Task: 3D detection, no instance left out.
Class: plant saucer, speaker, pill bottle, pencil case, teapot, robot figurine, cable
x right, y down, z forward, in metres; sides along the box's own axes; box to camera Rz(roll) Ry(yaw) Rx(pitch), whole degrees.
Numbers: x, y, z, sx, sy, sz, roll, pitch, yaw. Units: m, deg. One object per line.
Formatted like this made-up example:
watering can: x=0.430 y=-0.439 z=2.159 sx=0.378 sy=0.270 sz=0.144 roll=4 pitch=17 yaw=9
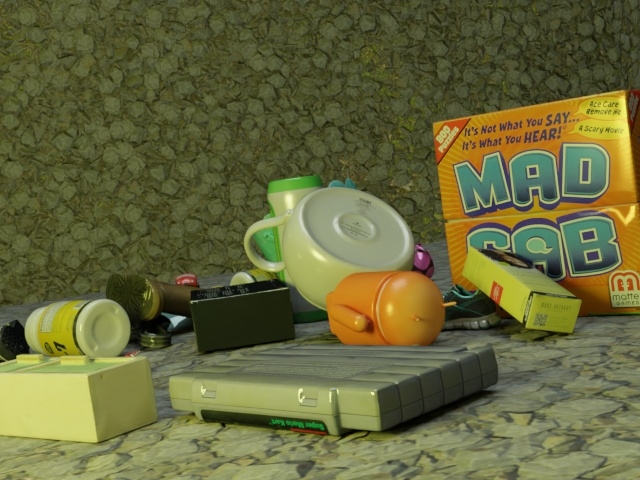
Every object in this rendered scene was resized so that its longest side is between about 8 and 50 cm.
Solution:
plant saucer: x=-0.328 y=0.177 z=2.266 sx=0.195 sy=0.037 sz=0.195 roll=-7 pitch=2 yaw=0
speaker: x=-0.034 y=0.017 z=2.009 sx=0.131 sy=0.296 sz=0.131 roll=-8 pitch=3 yaw=0
pill bottle: x=-0.118 y=0.112 z=2.300 sx=0.184 sy=0.103 sz=0.103 roll=-11 pitch=4 yaw=-42
pencil case: x=0.178 y=0.069 z=2.425 sx=0.209 sy=0.098 sz=0.095 roll=-10 pitch=4 yaw=-28
teapot: x=0.032 y=0.040 z=1.716 sx=0.253 sy=0.256 sz=0.187 roll=-12 pitch=-38 yaw=-35
pill bottle: x=-0.477 y=0.175 z=1.874 sx=0.209 sy=0.119 sz=0.119 roll=-5 pitch=4 yaw=42
robot figurine: x=0.101 y=0.111 z=1.495 sx=0.158 sy=0.128 sz=0.219 roll=36 pitch=-25 yaw=-33
cable: x=-0.358 y=0.199 z=2.014 sx=0.140 sy=0.072 sz=0.287 roll=10 pitch=6 yaw=-31

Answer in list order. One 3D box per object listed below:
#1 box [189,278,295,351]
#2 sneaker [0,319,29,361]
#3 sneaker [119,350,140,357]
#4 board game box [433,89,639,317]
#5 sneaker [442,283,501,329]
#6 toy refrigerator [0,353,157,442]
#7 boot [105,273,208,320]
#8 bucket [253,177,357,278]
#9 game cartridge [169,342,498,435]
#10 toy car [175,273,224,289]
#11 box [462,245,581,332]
box: x=-0.155 y=0.140 z=1.860 sx=0.184 sy=0.103 sz=0.261 roll=-10 pitch=3 yaw=-7
sneaker: x=-0.661 y=0.229 z=1.990 sx=0.097 sy=0.084 sz=0.235 roll=-32 pitch=5 yaw=-7
sneaker: x=-0.313 y=0.206 z=1.565 sx=0.067 sy=0.042 sz=0.118 roll=-13 pitch=2 yaw=-24
board game box: x=0.465 y=-0.067 z=1.736 sx=0.357 sy=0.356 sz=0.356 roll=-6 pitch=3 yaw=39
sneaker: x=0.224 y=0.112 z=1.629 sx=0.167 sy=0.076 sz=0.065 roll=-6 pitch=2 yaw=29
toy refrigerator: x=-0.346 y=0.200 z=1.259 sx=0.270 sy=0.094 sz=0.102 roll=-6 pitch=3 yaw=39
boot: x=-0.294 y=0.130 z=2.061 sx=0.270 sy=0.089 sz=0.236 roll=14 pitch=4 yaw=-34
bucket: x=0.000 y=0.000 z=2.211 sx=0.281 sy=0.183 sz=0.281 roll=-28 pitch=-9 yaw=-5
game cartridge: x=0.006 y=0.175 z=1.173 sx=0.355 sy=0.068 sz=0.230 roll=-5 pitch=8 yaw=45
toy car: x=-0.344 y=0.141 z=2.352 sx=0.225 sy=0.053 sz=0.239 roll=-18 pitch=-23 yaw=23
box: x=0.312 y=0.073 z=1.519 sx=0.087 sy=0.058 sz=0.232 roll=7 pitch=16 yaw=-20
